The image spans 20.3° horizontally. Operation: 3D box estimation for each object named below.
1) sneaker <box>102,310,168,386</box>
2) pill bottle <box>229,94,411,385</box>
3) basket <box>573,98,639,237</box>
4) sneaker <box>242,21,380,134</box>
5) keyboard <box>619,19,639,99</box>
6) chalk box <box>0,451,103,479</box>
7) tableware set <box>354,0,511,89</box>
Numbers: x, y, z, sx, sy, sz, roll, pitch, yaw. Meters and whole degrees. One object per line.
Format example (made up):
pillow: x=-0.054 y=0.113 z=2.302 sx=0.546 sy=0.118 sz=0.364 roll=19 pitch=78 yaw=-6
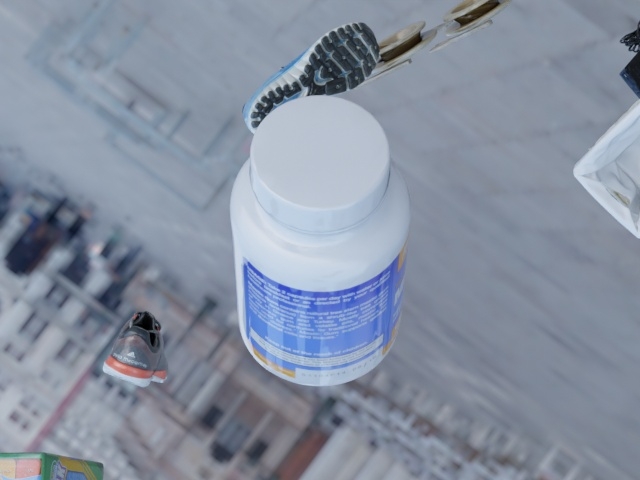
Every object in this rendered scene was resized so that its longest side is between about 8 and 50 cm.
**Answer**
sneaker: x=-0.170 y=0.101 z=1.748 sx=0.061 sy=0.064 sz=0.158 roll=20 pitch=-177 yaw=-3
pill bottle: x=0.000 y=0.000 z=1.520 sx=0.152 sy=0.152 sz=0.272 roll=35 pitch=154 yaw=18
basket: x=0.379 y=-0.104 z=1.984 sx=0.113 sy=0.167 sz=0.103 roll=45 pitch=-157 yaw=0
sneaker: x=-0.016 y=-0.165 z=1.772 sx=0.063 sy=0.162 sz=0.073 roll=59 pitch=167 yaw=-23
keyboard: x=0.439 y=-0.248 z=2.314 sx=0.100 sy=0.192 sz=0.038 roll=52 pitch=143 yaw=-10
chalk box: x=-0.334 y=0.295 z=1.919 sx=0.132 sy=0.132 sz=0.213 roll=-1 pitch=168 yaw=15
tableware set: x=0.124 y=-0.238 z=1.949 sx=0.194 sy=0.128 sz=0.039 roll=-23 pitch=105 yaw=35
